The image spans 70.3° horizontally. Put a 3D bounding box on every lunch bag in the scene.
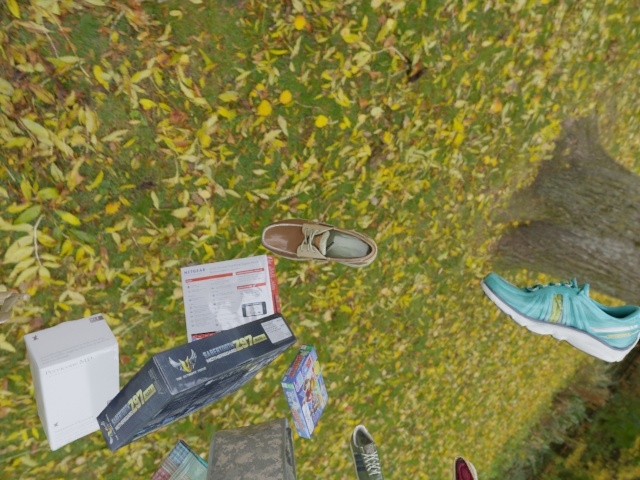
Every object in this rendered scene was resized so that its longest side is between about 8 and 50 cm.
[{"bbox_3d":[-0.193,0.653,1.298,0.236,0.287,0.168,-12,120,0],"label":"lunch bag"}]

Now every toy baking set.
[{"bbox_3d":[-0.712,0.153,0.933,0.256,0.196,0.030,-4,108,8],"label":"toy baking set"}]

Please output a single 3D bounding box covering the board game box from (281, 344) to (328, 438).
[{"bbox_3d":[-0.037,0.393,1.188,0.136,0.035,0.201,-53,137,-52],"label":"board game box"}]

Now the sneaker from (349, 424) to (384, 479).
[{"bbox_3d":[0.125,0.585,1.223,0.064,0.192,0.086,-3,118,-15],"label":"sneaker"}]

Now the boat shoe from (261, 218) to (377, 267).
[{"bbox_3d":[0.000,0.000,1.253,0.120,0.324,0.122,87,9,-84],"label":"boat shoe"}]

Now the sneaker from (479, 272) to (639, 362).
[{"bbox_3d":[0.430,0.112,0.823,0.107,0.276,0.109,-47,155,-65],"label":"sneaker"}]

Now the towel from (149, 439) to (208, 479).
[{"bbox_3d":[-0.411,0.875,1.474,0.271,0.370,0.040,-53,160,-12],"label":"towel"}]

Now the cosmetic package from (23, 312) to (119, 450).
[{"bbox_3d":[-0.749,0.431,1.395,0.217,0.156,0.384,-17,136,-38],"label":"cosmetic package"}]

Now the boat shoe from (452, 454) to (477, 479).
[{"bbox_3d":[0.317,0.551,0.988,0.063,0.170,0.059,-27,115,17],"label":"boat shoe"}]

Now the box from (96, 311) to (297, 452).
[{"bbox_3d":[-0.169,0.195,0.651,0.183,0.059,0.233,-46,159,31],"label":"box"}]

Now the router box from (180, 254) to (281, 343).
[{"bbox_3d":[-0.315,0.222,1.620,0.082,0.336,0.300,18,64,-76],"label":"router box"}]
